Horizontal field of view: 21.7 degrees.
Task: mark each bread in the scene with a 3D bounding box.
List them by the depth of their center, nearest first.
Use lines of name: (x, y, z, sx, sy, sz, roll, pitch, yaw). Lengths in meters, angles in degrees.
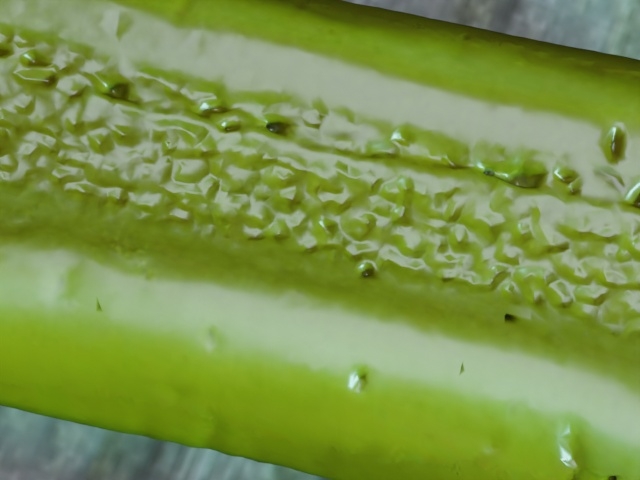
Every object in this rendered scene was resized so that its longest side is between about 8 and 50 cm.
bread: (0.000, 0.000, 0.583, 0.383, 0.112, 0.166, 12, 76, -1)
